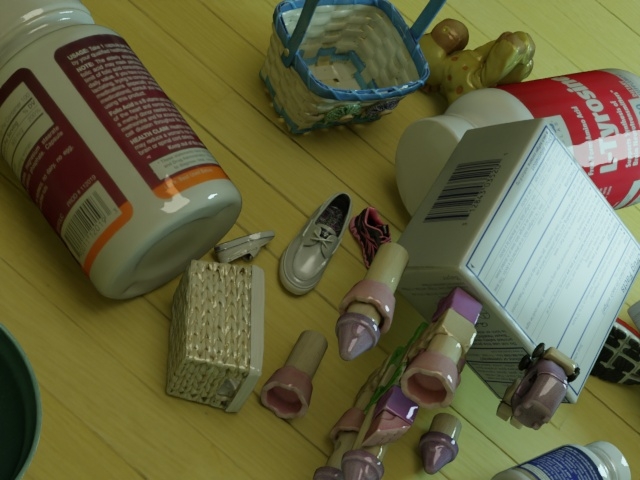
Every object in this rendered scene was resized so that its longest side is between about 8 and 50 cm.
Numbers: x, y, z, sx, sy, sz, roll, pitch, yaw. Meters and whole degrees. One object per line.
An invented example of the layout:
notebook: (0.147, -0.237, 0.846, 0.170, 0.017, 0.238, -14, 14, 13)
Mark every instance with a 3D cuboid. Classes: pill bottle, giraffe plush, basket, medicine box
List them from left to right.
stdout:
pill bottle: (-0.299, -0.137, 1.789, 0.224, 0.224, 0.392, -26, 72, -38)
basket: (-0.135, 0.119, 1.765, 0.103, 0.113, 0.167, 12, 52, -15)
basket: (0.055, -0.298, 2.046, 0.255, 0.289, 0.201, -13, 59, -31)
giraffe plush: (0.224, -0.285, 2.239, 0.170, 0.181, 0.210, 40, 82, 17)
medicine box: (0.269, 0.032, 1.852, 0.289, 0.149, 0.263, 48, 60, -28)
pill bottle: (0.324, -0.131, 2.109, 0.408, 0.229, 0.229, -13, 64, -34)
pill bottle: (0.324, 0.336, 1.845, 0.187, 0.112, 0.112, -15, 65, -35)

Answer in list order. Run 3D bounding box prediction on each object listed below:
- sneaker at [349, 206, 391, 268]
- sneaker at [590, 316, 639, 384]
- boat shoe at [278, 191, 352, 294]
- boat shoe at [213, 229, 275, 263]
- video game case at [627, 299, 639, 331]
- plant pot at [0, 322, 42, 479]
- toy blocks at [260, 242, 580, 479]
sneaker: (0.086, 0.003, 2.001, 0.047, 0.057, 0.119, -16, 67, -37)
sneaker: (0.397, 0.104, 2.062, 0.279, 0.107, 0.118, 37, 43, 1)
boat shoe: (0.000, 0.000, 1.952, 0.066, 0.063, 0.184, 37, 48, 1)
boat shoe: (-0.103, 0.011, 1.915, 0.100, 0.035, 0.035, -19, 94, -40)
video game case: (0.630, 0.210, 2.088, 0.329, 0.036, 0.300, -2, 56, -51)
plant pot: (-0.465, 0.215, 1.462, 0.293, 0.196, 0.293, 15, 51, -19)
toy blocks: (0.100, 0.222, 1.700, 0.309, 0.288, 0.260, 34, 44, -6)
